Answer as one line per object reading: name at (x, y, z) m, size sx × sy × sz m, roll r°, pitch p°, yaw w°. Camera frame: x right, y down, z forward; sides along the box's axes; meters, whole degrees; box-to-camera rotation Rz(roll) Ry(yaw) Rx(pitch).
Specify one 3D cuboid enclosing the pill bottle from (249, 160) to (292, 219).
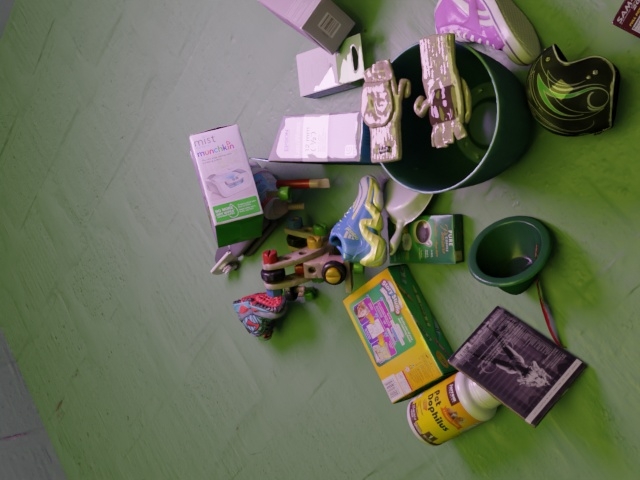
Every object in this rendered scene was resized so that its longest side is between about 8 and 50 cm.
pill bottle at (-0.153, -0.137, 1.984) m, size 0.160 × 0.087 × 0.087 m, roll 50°, pitch 123°, yaw 28°

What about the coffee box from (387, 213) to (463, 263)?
coffee box at (0.237, -0.002, 1.675) m, size 0.184 × 0.040 × 0.113 m, roll -3°, pitch 91°, yaw 43°

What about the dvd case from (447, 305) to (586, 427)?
dvd case at (0.396, 0.251, 1.500) m, size 0.164 × 0.018 × 0.221 m, roll -45°, pitch 54°, yaw -13°

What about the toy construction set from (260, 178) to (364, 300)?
toy construction set at (0.000, 0.000, 1.797) m, size 0.237 × 0.257 × 0.308 m, roll -2°, pitch 90°, yaw 18°

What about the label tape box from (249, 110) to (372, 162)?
label tape box at (0.042, -0.229, 1.690) m, size 0.348 × 0.249 × 0.115 m, roll 9°, pitch 98°, yaw 43°

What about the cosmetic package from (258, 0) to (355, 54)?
cosmetic package at (-0.038, -0.554, 1.781) m, size 0.107 × 0.127 × 0.238 m, roll -55°, pitch 43°, yaw 7°

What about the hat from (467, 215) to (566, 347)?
hat at (0.416, 0.083, 1.533) m, size 0.173 × 0.183 × 0.208 m, roll -3°, pitch 50°, yaw 36°

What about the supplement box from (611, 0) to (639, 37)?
supplement box at (0.628, -0.336, 1.238) m, size 0.239 × 0.130 × 0.073 m, roll 43°, pitch 120°, yaw 32°

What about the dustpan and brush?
dustpan and brush at (0.185, -0.064, 1.665) m, size 0.147 × 0.060 × 0.211 m, roll -6°, pitch 47°, yaw 49°

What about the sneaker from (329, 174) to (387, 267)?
sneaker at (0.080, -0.049, 1.679) m, size 0.091 × 0.126 × 0.240 m, roll 94°, pitch 172°, yaw -56°

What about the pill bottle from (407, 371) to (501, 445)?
pill bottle at (0.297, 0.354, 1.597) m, size 0.215 × 0.117 × 0.117 m, roll -41°, pitch 67°, yaw 36°

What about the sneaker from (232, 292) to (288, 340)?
sneaker at (-0.143, 0.205, 1.983) m, size 0.262 × 0.104 × 0.125 m, roll -9°, pitch 100°, yaw 66°

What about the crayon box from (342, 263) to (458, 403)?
crayon box at (0.183, 0.215, 1.712) m, size 0.165 × 0.081 × 0.278 m, roll -40°, pitch 67°, yaw 36°

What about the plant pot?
plant pot at (0.285, -0.242, 1.483) m, size 0.293 × 0.235 × 0.292 m, roll 5°, pitch 97°, yaw 42°

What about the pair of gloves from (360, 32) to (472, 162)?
pair of gloves at (0.178, -0.263, 1.393) m, size 0.240 × 0.042 × 0.204 m, roll -13°, pitch 88°, yaw 44°

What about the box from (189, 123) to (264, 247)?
box at (-0.233, -0.127, 1.825) m, size 0.262 × 0.127 × 0.231 m, roll 114°, pitch 141°, yaw -76°

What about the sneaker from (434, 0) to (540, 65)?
sneaker at (0.334, -0.427, 1.525) m, size 0.161 × 0.102 × 0.282 m, roll -49°, pitch 51°, yaw 37°

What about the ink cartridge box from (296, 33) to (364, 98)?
ink cartridge box at (0.040, -0.423, 1.805) m, size 0.209 × 0.062 × 0.108 m, roll -7°, pitch 88°, yaw 42°

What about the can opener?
can opener at (-0.224, 0.006, 2.068) m, size 0.280 × 0.074 × 0.093 m, roll -42°, pitch 65°, yaw 36°

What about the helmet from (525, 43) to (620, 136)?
helmet at (0.464, -0.278, 1.370) m, size 0.162 × 0.169 × 0.169 m, roll 6°, pitch 98°, yaw 25°
